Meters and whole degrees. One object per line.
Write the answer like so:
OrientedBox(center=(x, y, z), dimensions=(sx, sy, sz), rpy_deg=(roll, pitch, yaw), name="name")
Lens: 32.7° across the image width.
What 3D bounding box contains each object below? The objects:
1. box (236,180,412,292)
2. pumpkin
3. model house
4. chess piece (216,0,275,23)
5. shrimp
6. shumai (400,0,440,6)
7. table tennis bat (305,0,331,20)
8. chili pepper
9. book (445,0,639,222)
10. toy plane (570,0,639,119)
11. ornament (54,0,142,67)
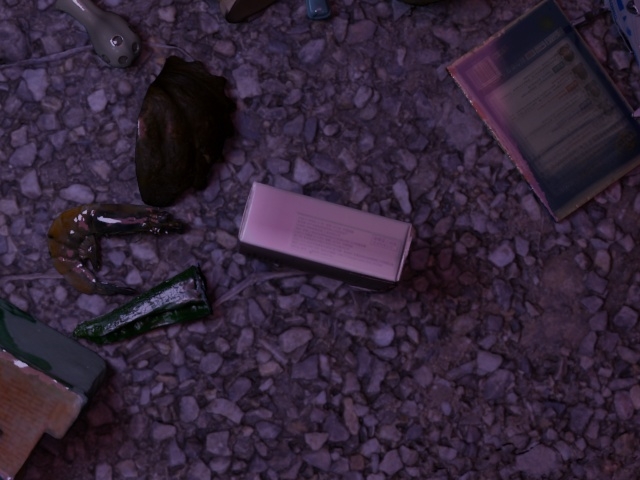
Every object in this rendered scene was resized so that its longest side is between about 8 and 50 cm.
OrientedBox(center=(0.000, 0.000, 1.687), dimensions=(0.251, 0.203, 0.106), rpy_deg=(14, 84, -3), name="box")
OrientedBox(center=(-0.209, -0.179, 1.717), dimensions=(0.130, 0.149, 0.254), rpy_deg=(8, 84, 4), name="pumpkin")
OrientedBox(center=(-0.525, 0.275, 1.659), dimensions=(0.267, 0.194, 0.325), rpy_deg=(32, 98, -4), name="model house")
OrientedBox(center=(-0.165, -0.492, 1.755), dimensions=(0.142, 0.143, 0.261), rpy_deg=(-35, 84, -6), name="chess piece")
OrientedBox(center=(-0.327, 0.013, 1.743), dimensions=(0.217, 0.051, 0.150), rpy_deg=(-4, 91, 0), name="shrimp")
OrientedBox(center=(0.205, -0.497, 1.792), dimensions=(0.272, 0.203, 0.222), rpy_deg=(23, 114, 22), name="shumai")
OrientedBox(center=(-0.024, -0.479, 1.809), dimensions=(0.149, 0.038, 0.237), rpy_deg=(-12, 82, -7), name="table tennis bat")
OrientedBox(center=(-0.287, 0.112, 1.734), dimensions=(0.226, 0.059, 0.088), rpy_deg=(-18, 87, -2), name="chili pepper")
OrientedBox(center=(0.390, -0.221, 1.827), dimensions=(0.228, 0.018, 0.322), rpy_deg=(-34, 89, -6), name="book")
OrientedBox(center=(0.513, -0.346, 1.797), dimensions=(0.182, 0.107, 0.273), rpy_deg=(7, 79, -16), name="toy plane")
OrientedBox(center=(-0.351, -0.346, 1.756), dimensions=(0.156, 0.081, 0.075), rpy_deg=(44, 117, 3), name="ornament")
